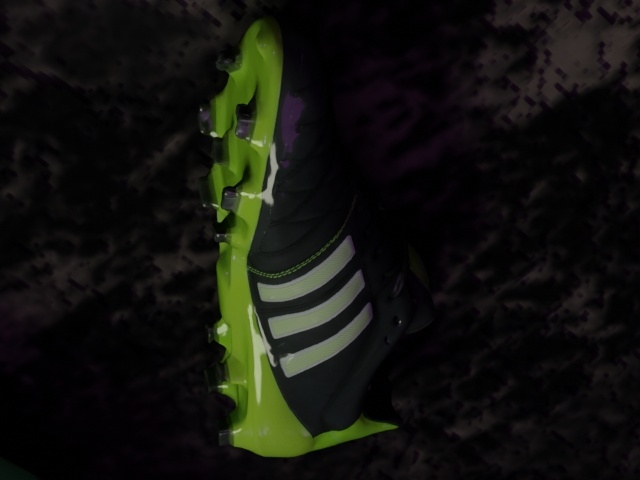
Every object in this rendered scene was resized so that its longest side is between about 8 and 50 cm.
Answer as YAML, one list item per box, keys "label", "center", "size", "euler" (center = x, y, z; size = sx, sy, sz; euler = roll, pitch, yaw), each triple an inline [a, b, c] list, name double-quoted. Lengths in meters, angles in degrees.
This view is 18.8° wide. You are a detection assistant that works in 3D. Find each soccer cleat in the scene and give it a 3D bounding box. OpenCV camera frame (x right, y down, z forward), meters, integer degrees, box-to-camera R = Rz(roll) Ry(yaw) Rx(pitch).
- label: "soccer cleat"
  center: [0.000, 0.000, 0.611]
  size: [0.072, 0.060, 0.179]
  euler: [-7, 135, -10]

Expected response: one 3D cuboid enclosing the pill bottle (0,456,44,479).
- label: "pill bottle"
  center: [-0.140, 0.107, 0.662]
  size: [0.160, 0.087, 0.087]
  euler: [32, 120, -26]
